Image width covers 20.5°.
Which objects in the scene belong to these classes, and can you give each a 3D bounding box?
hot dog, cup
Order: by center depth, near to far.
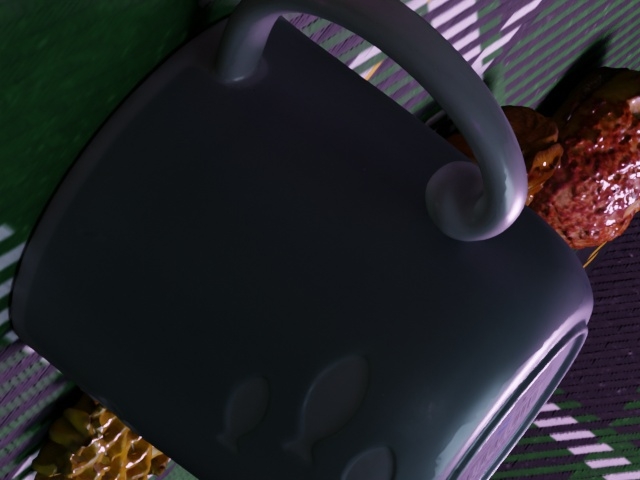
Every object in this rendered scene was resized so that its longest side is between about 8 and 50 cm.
[{"bbox_3d":[0.015,0.010,1.039,0.259,0.274,0.357,-42,164,-40],"label":"cup"},{"bbox_3d":[0.136,-0.033,1.662,0.272,0.122,0.196,-28,153,-56],"label":"hot dog"}]

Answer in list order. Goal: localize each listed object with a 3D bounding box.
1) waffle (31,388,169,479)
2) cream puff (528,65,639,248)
[{"bbox_3d":[-0.120,0.104,1.319,0.229,0.051,0.231,-52,166,11],"label":"waffle"},{"bbox_3d":[0.323,-0.093,2.057,0.240,0.164,0.240,-52,163,-22],"label":"cream puff"}]
